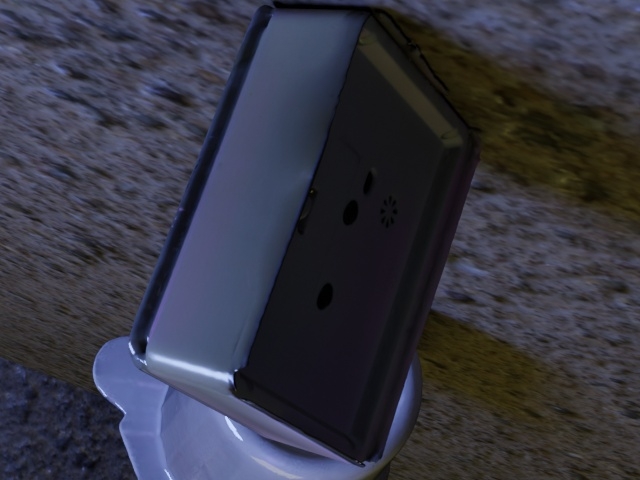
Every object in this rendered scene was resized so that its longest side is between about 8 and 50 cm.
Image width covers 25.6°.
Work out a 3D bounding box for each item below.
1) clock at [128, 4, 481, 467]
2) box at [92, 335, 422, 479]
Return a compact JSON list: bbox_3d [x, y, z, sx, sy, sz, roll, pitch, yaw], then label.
[{"bbox_3d":[0.000,0.000,0.695,0.071,0.192,0.147,10,164,33],"label":"clock"},{"bbox_3d":[-0.044,0.125,1.207,0.291,0.262,0.206,29,152,-3],"label":"box"}]
